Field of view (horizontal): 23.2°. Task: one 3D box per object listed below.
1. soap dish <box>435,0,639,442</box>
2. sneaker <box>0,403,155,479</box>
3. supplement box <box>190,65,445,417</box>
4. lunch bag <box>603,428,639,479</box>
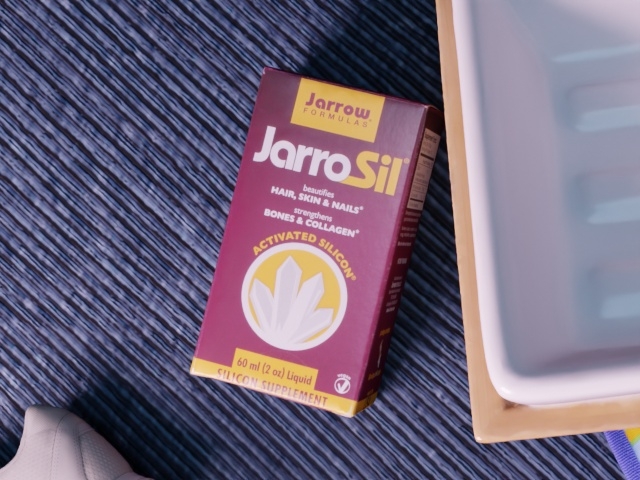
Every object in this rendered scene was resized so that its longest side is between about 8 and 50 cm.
[{"bbox_3d":[0.187,-0.033,0.838,0.229,0.118,0.291,-8,64,10],"label":"soap dish"},{"bbox_3d":[-0.217,0.214,0.983,0.262,0.099,0.121,-45,72,3],"label":"sneaker"},{"bbox_3d":[0.000,0.000,0.935,0.104,0.081,0.188,14,93,11],"label":"supplement box"},{"bbox_3d":[0.288,0.114,0.868,0.221,0.138,0.293,-30,74,12],"label":"lunch bag"}]
